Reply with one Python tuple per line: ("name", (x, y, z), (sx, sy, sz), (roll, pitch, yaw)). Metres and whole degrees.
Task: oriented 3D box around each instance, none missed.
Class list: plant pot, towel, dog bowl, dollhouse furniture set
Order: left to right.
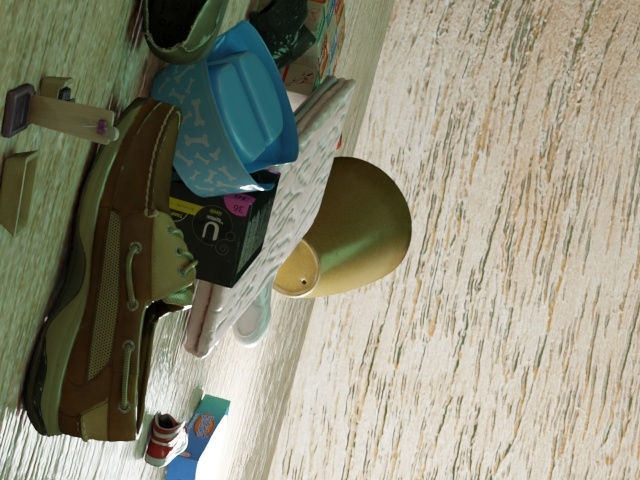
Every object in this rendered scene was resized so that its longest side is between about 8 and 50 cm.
("dollhouse furniture set", (-0.193, -0.058, 1.178), (0.091, 0.081, 0.114), (-57, 160, -72))
("dog bowl", (-0.100, -0.136, 1.631), (0.297, 0.074, 0.166), (-57, 126, -72))
("towel", (-0.073, -0.038, 2.128), (0.332, 0.053, 0.317), (-50, 163, -44))
("plant pot", (0.000, 0.000, 2.652), (0.254, 0.237, 0.237), (-33, 140, -58))

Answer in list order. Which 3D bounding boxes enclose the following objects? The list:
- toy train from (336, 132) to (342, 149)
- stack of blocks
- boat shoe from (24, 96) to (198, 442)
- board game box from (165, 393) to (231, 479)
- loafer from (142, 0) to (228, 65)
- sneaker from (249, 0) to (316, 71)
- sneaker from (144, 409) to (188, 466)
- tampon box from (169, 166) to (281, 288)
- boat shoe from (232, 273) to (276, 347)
("toy train", (-0.017, -0.208, 2.489), (0.248, 0.105, 0.143), (96, -3, -56))
("stack of blocks", (-0.029, -0.281, 2.175), (0.297, 0.087, 0.171), (85, 20, -73))
("boat shoe", (-0.171, 0.033, 1.422), (0.122, 0.120, 0.324), (68, 37, -81))
("board game box", (-0.193, 0.350, 2.338), (0.210, 0.047, 0.160), (-64, 167, -68))
("loafer", (-0.107, -0.277, 1.409), (0.087, 0.094, 0.251), (-71, 174, -75))
("sneaker", (-0.072, -0.260, 1.985), (0.170, 0.089, 0.051), (-41, -162, -14))
("sneaker", (-0.200, 0.253, 2.066), (0.118, 0.042, 0.067), (-52, 159, -71))
("tampon box", (-0.125, -0.028, 1.705), (0.161, 0.120, 0.101), (-56, 161, -73))
("boat shoe", (-0.105, 0.079, 2.477), (0.063, 0.066, 0.184), (58, 47, -62))
